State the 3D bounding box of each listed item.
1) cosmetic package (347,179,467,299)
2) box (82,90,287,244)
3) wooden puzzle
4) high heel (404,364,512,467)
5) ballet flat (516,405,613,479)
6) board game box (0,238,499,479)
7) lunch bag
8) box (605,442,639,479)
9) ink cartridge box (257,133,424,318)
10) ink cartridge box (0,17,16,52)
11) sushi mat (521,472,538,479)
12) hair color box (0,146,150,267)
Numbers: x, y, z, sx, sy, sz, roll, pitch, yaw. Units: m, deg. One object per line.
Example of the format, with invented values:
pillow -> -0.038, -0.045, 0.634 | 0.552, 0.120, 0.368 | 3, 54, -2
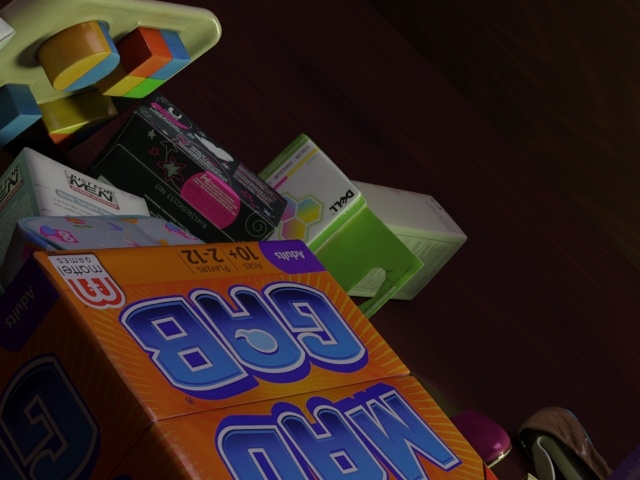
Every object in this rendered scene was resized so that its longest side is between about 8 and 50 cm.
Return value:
cosmetic package -> 0.086, 0.002, 2.501 | 0.309, 0.160, 0.113 | 10, 36, -56
box -> -0.192, -0.057, 2.123 | 0.247, 0.163, 0.142 | 40, 18, -6
wooden puzzle -> -0.325, -0.198, 1.971 | 0.348, 0.322, 0.080 | 3, 59, -60
high heel -> 0.107, 0.207, 1.953 | 0.181, 0.127, 0.377 | 64, -24, -7
ballet flat -> 0.418, 0.397, 2.401 | 0.124, 0.116, 0.342 | -8, 50, -38
board game box -> -0.118, 0.249, 1.341 | 0.356, 0.356, 0.356 | -3, 48, -54
lunch bag -> -0.194, 0.053, 1.628 | 0.224, 0.108, 0.279 | 28, 12, 26
box -> 0.434, 0.416, 2.108 | 0.201, 0.293, 0.057 | 33, 17, -24
ink cartridge box -> 0.000, 0.000, 2.284 | 0.255, 0.189, 0.097 | 46, 0, 12
ink cartridge box -> -0.498, -0.192, 1.754 | 0.171, 0.232, 0.168 | 39, 21, -7
sushi mat -> 0.406, 0.482, 2.254 | 0.316, 0.019, 0.151 | 37, 41, -13
hair color box -> -0.271, 0.070, 1.809 | 0.185, 0.113, 0.374 | 25, 27, -37
